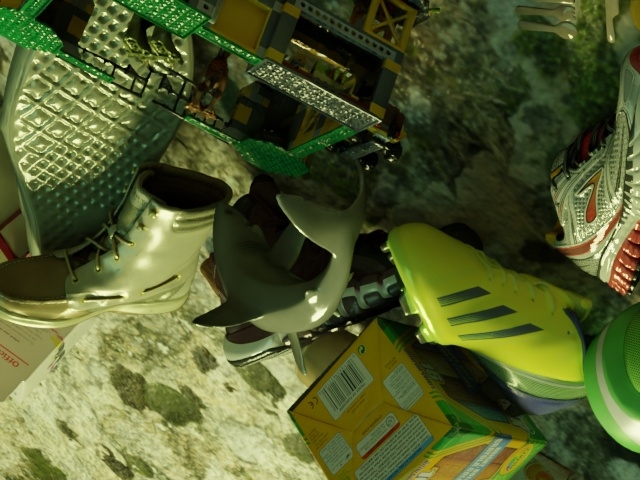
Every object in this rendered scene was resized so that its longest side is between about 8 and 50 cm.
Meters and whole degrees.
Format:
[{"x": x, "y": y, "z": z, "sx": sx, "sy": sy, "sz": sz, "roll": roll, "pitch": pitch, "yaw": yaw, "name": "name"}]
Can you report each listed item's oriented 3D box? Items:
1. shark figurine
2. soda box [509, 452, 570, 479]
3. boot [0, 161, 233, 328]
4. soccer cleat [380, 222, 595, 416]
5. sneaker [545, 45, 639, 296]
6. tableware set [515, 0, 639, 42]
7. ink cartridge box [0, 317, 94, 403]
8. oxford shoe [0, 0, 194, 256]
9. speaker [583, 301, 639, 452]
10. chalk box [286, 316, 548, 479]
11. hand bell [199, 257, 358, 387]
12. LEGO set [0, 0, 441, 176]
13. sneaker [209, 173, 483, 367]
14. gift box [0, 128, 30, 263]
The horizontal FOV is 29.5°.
[{"x": -0.044, "y": 0.039, "z": 0.971, "sx": 0.278, "sy": 0.116, "sz": 0.166, "roll": -12, "pitch": 91, "yaw": 66, "name": "shark figurine"}, {"x": 0.155, "y": 0.222, "z": 1.231, "sx": 0.183, "sy": 0.063, "sz": 0.058, "roll": 30, "pitch": 142, "yaw": 10, "name": "soda box"}, {"x": -0.197, "y": 0.003, "z": 1.123, "sx": 0.165, "sy": 0.213, "sz": 0.077, "roll": -59, "pitch": 46, "yaw": 41, "name": "boot"}, {"x": 0.150, "y": 0.053, "z": 0.983, "sx": 0.121, "sy": 0.093, "sz": 0.289, "roll": -28, "pitch": 138, "yaw": 19, "name": "soccer cleat"}, {"x": 0.209, "y": -0.049, "z": 0.881, "sx": 0.092, "sy": 0.088, "sz": 0.225, "roll": 26, "pitch": 144, "yaw": 21, "name": "sneaker"}, {"x": 0.197, "y": -0.183, "z": 0.812, "sx": 0.154, "sy": 0.024, "sz": 0.104, "roll": 12, "pitch": 133, "yaw": 32, "name": "tableware set"}, {"x": -0.365, "y": 0.118, "z": 1.455, "sx": 0.104, "sy": 0.181, "sz": 0.061, "roll": 34, "pitch": 143, "yaw": 6, "name": "ink cartridge box"}, {"x": -0.218, "y": -0.105, "z": 1.147, "sx": 0.169, "sy": 0.130, "sz": 0.449, "roll": -5, "pitch": 142, "yaw": -16, "name": "oxford shoe"}, {"x": 0.327, "y": 0.068, "z": 0.875, "sx": 0.131, "sy": 0.131, "sz": 0.296, "roll": 44, "pitch": 143, "yaw": -7, "name": "speaker"}, {"x": 0.102, "y": 0.172, "z": 1.102, "sx": 0.132, "sy": 0.213, "sz": 0.132, "roll": -48, "pitch": 54, "yaw": 18, "name": "chalk box"}, {"x": -0.034, "y": 0.091, "z": 1.240, "sx": 0.242, "sy": 0.126, "sz": 0.126, "roll": 35, "pitch": 144, "yaw": 24, "name": "hand bell"}, {"x": -0.065, "y": -0.204, "z": 0.894, "sx": 0.331, "sy": 0.192, "sz": 0.255, "roll": 24, "pitch": 162, "yaw": -14, "name": "LEGO set"}, {"x": 0.000, "y": 0.000, "z": 1.105, "sx": 0.281, "sy": 0.106, "sz": 0.163, "roll": -25, "pitch": 80, "yaw": 29, "name": "sneaker"}, {"x": -0.453, "y": -0.026, "z": 1.313, "sx": 0.276, "sy": 0.255, "sz": 0.258, "roll": 9, "pitch": 134, "yaw": 47, "name": "gift box"}]
